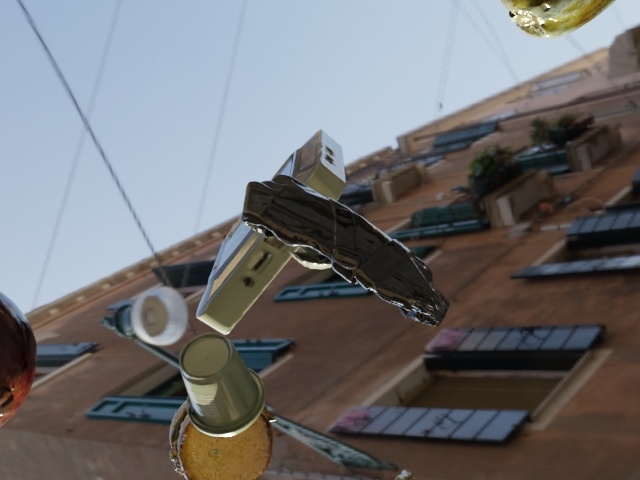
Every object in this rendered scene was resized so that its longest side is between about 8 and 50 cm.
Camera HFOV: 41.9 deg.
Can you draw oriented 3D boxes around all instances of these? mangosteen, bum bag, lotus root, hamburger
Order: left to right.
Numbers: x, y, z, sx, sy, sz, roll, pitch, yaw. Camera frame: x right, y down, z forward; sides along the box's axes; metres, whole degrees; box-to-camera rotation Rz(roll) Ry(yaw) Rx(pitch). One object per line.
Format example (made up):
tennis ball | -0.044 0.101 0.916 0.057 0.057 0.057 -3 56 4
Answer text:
mangosteen | -0.471 0.128 1.012 0.215 0.257 0.215 -41 -23 -22
hamburger | -0.179 0.356 1.489 0.181 0.118 0.191 17 -83 -20
bum bag | 0.021 0.008 0.696 0.197 0.049 0.087 31 -148 -8
lotus root | 0.265 -0.281 0.825 0.088 0.192 0.113 55 -170 34

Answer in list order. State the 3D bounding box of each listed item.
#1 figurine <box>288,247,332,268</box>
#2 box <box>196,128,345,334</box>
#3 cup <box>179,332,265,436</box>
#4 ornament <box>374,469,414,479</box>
figurine | 0.000 0.000 1.210 0.094 0.086 0.082 4 -79 -11
box | -0.094 -0.031 1.602 0.090 0.367 0.373 36 -165 -10
cup | -0.150 0.205 1.203 0.120 0.120 0.141 -61 -31 -33
ornament | 0.046 0.306 0.767 0.201 0.059 0.180 19 -90 -61
